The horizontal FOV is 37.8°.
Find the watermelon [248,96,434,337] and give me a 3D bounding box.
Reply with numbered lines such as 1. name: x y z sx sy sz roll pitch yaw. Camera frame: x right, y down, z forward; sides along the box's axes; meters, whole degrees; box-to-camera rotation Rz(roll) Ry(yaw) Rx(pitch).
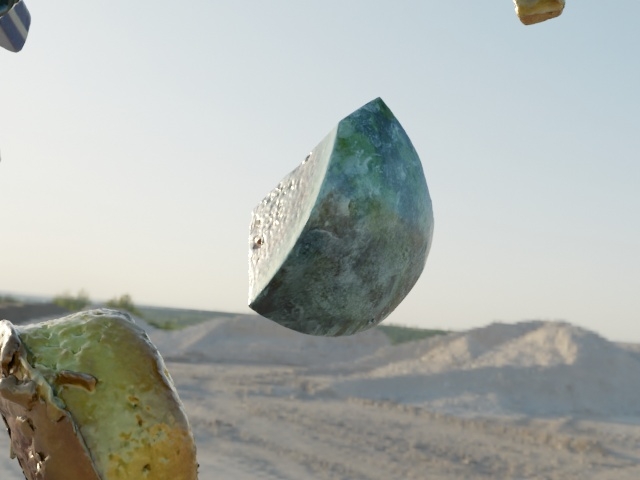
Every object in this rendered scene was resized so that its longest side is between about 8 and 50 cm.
1. watermelon: 0.000 0.000 1.185 0.214 0.289 0.319 25 -34 36

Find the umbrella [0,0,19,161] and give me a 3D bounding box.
1. umbrella: -0.263 -0.098 0.571 0.143 0.094 0.349 45 -31 6

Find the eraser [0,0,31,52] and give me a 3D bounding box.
1. eraser: -0.306 -0.236 0.780 0.082 0.036 0.225 28 -15 7

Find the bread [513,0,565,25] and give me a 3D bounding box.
1. bread: 0.304 -0.369 1.324 0.074 0.132 0.053 -9 -24 19

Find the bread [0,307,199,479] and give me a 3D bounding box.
1. bread: -0.286 0.248 1.195 0.204 0.358 0.337 -28 43 -28
